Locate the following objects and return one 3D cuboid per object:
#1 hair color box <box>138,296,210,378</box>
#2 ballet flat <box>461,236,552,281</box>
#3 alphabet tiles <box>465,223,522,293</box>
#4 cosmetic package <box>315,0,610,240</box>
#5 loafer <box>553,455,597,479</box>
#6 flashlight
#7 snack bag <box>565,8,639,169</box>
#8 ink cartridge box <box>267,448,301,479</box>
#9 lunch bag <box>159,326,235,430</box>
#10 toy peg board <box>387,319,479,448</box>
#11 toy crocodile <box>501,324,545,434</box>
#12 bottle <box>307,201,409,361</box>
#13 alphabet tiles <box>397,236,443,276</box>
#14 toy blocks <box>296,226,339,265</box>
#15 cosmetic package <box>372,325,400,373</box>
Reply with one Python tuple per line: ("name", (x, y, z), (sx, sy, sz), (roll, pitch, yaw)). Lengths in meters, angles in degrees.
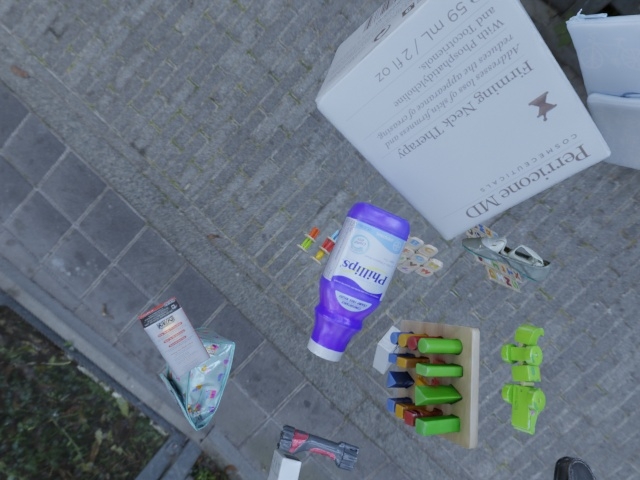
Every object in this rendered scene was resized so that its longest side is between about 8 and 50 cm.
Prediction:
("hair color box", (-0.265, 0.180, 0.765), (0.072, 0.043, 0.141), (-30, 129, -21))
("ballet flat", (0.462, 0.027, 1.032), (0.213, 0.072, 0.068), (28, 126, 16))
("alphabet tiles", (0.678, 0.054, 1.631), (0.011, 0.343, 0.285), (-36, 46, 37))
("cosmetic package", (0.260, -0.288, 0.809), (0.394, 0.327, 0.329), (41, 127, -22))
("loafer", (0.297, 0.318, 0.435), (0.062, 0.061, 0.170), (6, 54, -9))
("flashlight", (-0.013, 0.807, 1.604), (0.304, 0.103, 0.103), (21, 138, -2))
("snack bag", (0.588, -0.229, 0.696), (0.037, 0.323, 0.342), (-42, 123, -1))
("ink cartridge box", (-0.133, 0.779, 1.166), (0.065, 0.165, 0.332), (19, 69, -9))
("lunch bag", (-0.387, 0.414, 1.280), (0.160, 0.223, 0.262), (13, 86, -35))
("toy peg board", (0.146, 0.203, 0.623), (0.079, 0.161, 0.161), (9, 81, -26))
("toy crocodile", (0.669, 0.443, 1.353), (0.105, 0.115, 0.340), (15, 73, -27))
("bottle", (0.059, 0.076, 0.755), (0.118, 0.092, 0.282), (23, 92, -7))
("alphabet tiles", (0.306, 0.051, 1.558), (0.284, 0.278, 0.021), (28, 65, -1))
("toy blocks", (0.000, 0.000, 1.571), (0.123, 0.054, 0.148), (42, 78, -12))
("cosmetic package", (0.265, 0.436, 1.637), (0.060, 0.239, 0.099), (36, 63, 25))
